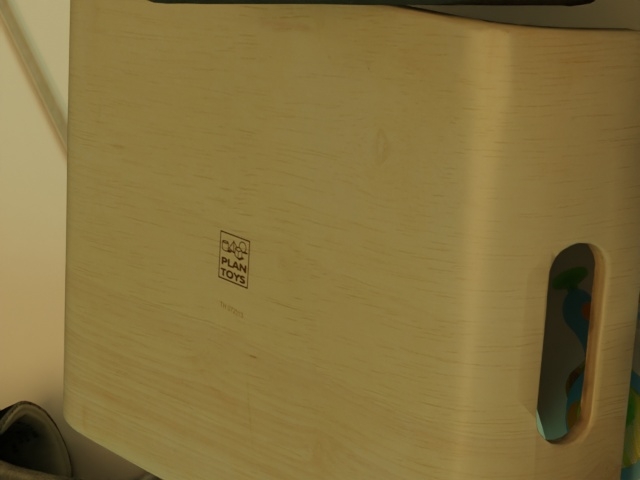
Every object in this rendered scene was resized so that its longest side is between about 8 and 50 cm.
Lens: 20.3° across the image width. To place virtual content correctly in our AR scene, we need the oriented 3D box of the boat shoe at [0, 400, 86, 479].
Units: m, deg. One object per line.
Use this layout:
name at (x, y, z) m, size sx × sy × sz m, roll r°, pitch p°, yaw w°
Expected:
boat shoe at (-0.165, 0.141, 0.914) m, size 0.335 × 0.121 × 0.119 m, roll 17°, pitch 78°, yaw 32°

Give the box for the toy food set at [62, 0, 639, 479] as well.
toy food set at (0.000, 0.000, 0.726) m, size 0.306 × 0.092 × 0.220 m, roll 19°, pitch 111°, yaw 45°

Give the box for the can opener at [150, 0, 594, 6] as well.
can opener at (0.072, -0.130, 0.591) m, size 0.283 × 0.076 × 0.095 m, roll 1°, pitch 71°, yaw 7°

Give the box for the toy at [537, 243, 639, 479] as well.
toy at (0.142, 0.044, 0.646) m, size 0.137 × 0.056 × 0.237 m, roll -26°, pitch 78°, yaw 45°
